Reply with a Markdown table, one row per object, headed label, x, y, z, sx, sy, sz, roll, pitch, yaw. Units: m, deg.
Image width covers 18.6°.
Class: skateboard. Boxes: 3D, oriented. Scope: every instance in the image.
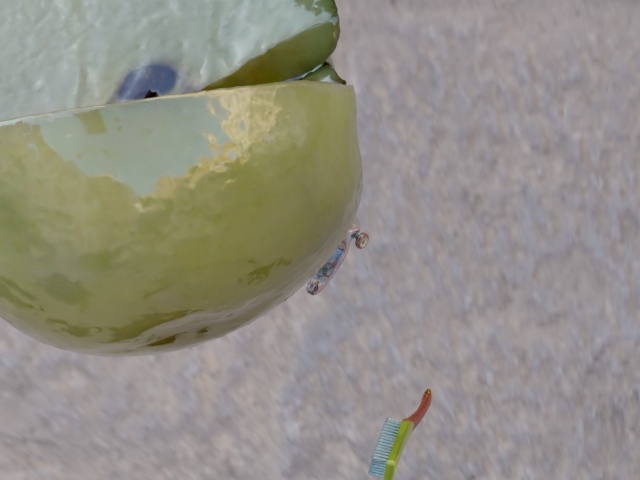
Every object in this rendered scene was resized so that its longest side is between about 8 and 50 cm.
| label | x | y | z | sx | sy | sz | roll | pitch | yaw |
| --- | --- | --- | --- | --- | --- | --- | --- | --- | --- |
| skateboard | 0.000 | 0.000 | 1.441 | 0.032 | 0.083 | 0.064 | 29 | 77 | 26 |

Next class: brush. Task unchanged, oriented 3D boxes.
| label | x | y | z | sx | sy | sz | roll | pitch | yaw |
| --- | --- | --- | --- | --- | --- | --- | --- | --- | --- |
| brush | 0.050 | 0.117 | 1.223 | 0.021 | 0.019 | 0.083 | 19 | 39 | 13 |

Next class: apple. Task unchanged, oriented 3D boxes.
| label | x | y | z | sx | sy | sz | roll | pitch | yaw |
| --- | --- | --- | --- | --- | --- | --- | --- | --- | --- |
| apple | -0.103 | -0.054 | 1.246 | 0.257 | 0.233 | 0.295 | -10 | 35 | 0 |
